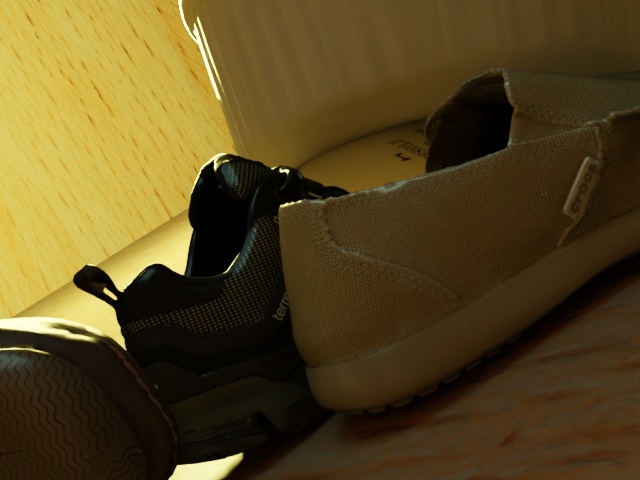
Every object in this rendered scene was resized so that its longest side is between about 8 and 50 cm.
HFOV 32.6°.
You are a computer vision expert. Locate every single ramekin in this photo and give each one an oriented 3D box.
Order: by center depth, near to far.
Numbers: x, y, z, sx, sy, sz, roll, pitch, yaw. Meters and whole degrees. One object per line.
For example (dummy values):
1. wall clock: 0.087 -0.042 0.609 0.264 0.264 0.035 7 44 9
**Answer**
1. ramekin: 0.066 -0.104 0.601 0.272 0.127 0.273 -10 -10 -2

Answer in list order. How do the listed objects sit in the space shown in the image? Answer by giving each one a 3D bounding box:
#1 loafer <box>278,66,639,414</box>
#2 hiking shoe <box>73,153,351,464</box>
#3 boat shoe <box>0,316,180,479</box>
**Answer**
1. loafer: 0.096 -0.033 0.439 0.268 0.092 0.102 -32 8 -18
2. hiking shoe: 0.000 0.000 0.501 0.086 0.114 0.227 -21 12 47
3. boat shoe: -0.166 0.088 0.497 0.355 0.132 0.130 -20 12 47
